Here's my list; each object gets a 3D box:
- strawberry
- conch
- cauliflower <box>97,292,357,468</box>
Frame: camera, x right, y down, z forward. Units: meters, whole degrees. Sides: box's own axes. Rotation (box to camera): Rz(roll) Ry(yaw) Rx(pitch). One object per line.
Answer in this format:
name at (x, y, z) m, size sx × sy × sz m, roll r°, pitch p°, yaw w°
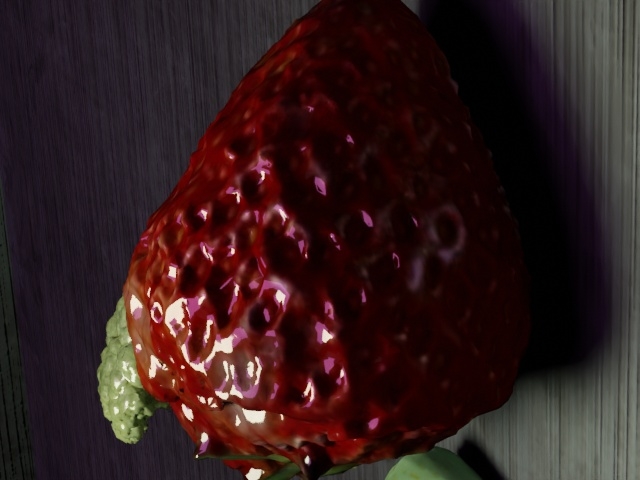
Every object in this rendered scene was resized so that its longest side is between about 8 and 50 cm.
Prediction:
strawberry at (-0.007, 0.012, 1.354) m, size 0.310 × 0.292 × 0.292 m, roll 63°, pitch 161°, yaw -3°
conch at (0.102, 0.219, 1.475) m, size 0.170 × 0.079 × 0.105 m, roll 32°, pitch 145°, yaw 57°
cauliflower at (-0.044, 0.085, 1.666) m, size 0.250 × 0.275 × 0.272 m, roll 40°, pitch 119°, yaw 2°
